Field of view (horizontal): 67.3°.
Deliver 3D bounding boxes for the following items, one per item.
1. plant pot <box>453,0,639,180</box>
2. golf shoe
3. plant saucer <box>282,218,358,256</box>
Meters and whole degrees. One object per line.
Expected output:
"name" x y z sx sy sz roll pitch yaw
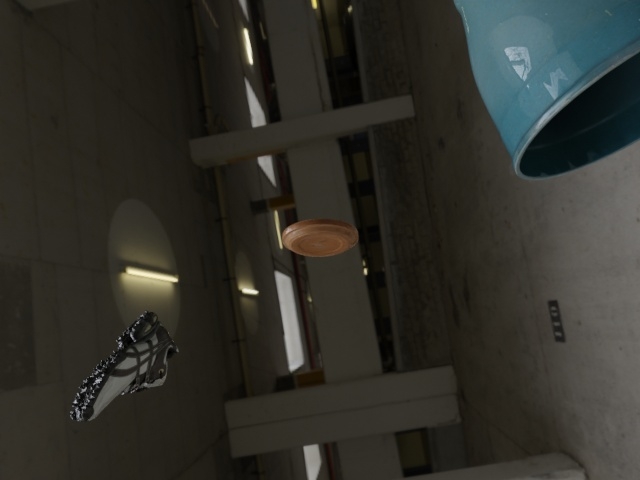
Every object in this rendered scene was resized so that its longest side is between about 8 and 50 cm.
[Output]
"plant pot" 0.296 -0.252 0.566 0.271 0.271 0.255 71 177 -69
"golf shoe" -0.261 0.185 0.677 0.094 0.077 0.198 49 -153 -15
"plant saucer" 0.000 0.000 0.523 0.083 0.083 0.013 72 -166 -65
